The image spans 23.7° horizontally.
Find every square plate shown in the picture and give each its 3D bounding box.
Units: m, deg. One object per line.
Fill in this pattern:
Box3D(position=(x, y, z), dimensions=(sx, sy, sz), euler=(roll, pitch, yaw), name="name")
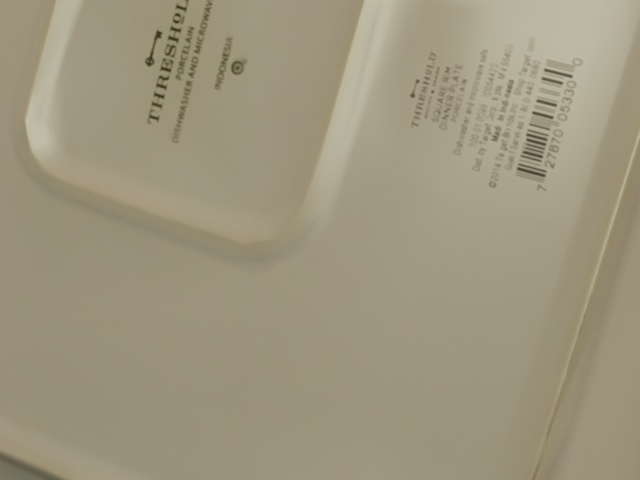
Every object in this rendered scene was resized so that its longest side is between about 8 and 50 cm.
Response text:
Box3D(position=(-0.027, -0.056, 0.450), dimensions=(0.344, 0.049, 0.347), euler=(19, 96, 23), name="square plate")
